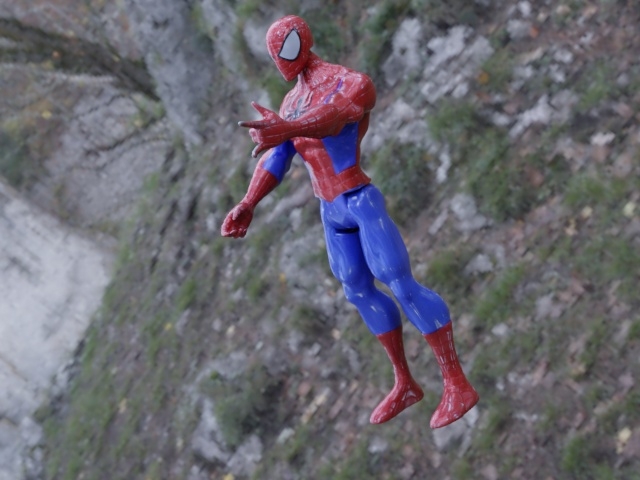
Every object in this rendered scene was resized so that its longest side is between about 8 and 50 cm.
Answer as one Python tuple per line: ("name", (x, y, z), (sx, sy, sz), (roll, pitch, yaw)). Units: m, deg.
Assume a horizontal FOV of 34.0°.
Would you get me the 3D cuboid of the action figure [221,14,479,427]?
("action figure", (0.000, 0.000, 0.663), (0.139, 0.280, 0.091), (-26, 12, -41))
